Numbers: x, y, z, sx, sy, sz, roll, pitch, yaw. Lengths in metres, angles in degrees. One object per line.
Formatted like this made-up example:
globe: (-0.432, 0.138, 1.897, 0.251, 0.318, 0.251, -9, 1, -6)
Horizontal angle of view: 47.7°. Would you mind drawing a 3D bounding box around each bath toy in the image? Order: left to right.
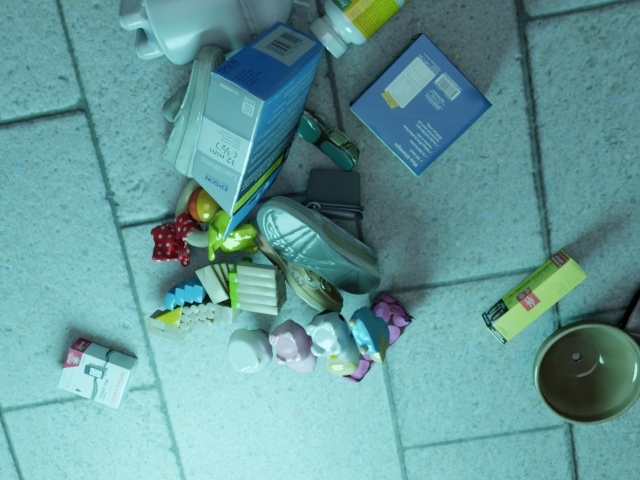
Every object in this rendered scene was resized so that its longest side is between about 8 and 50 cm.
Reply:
bath toy: (-0.032, 0.225, 1.569, 0.349, 0.129, 0.151, -10, 101, 23)

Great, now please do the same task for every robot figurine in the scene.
robot figurine: (-0.207, -0.464, 1.401, 0.354, 0.199, 0.300, -14, 143, 6)

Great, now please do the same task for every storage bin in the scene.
storage bin: (0.029, -0.098, 1.548, 0.135, 0.098, 0.091, 6, 77, 2)

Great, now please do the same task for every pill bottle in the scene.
pill bottle: (0.080, -0.464, 1.430, 0.208, 0.117, 0.117, -42, 99, 12)

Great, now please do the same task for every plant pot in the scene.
plant pot: (0.581, 0.276, 1.599, 0.238, 0.109, 0.237, 1, 105, 3)

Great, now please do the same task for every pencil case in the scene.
pencil case: (0.116, 0.224, 1.622, 0.098, 0.095, 0.209, 32, 107, -28)

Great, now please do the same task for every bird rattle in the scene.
bird rattle: (-0.247, -0.043, 1.554, 0.254, 0.143, 0.206, 0, 77, 40)

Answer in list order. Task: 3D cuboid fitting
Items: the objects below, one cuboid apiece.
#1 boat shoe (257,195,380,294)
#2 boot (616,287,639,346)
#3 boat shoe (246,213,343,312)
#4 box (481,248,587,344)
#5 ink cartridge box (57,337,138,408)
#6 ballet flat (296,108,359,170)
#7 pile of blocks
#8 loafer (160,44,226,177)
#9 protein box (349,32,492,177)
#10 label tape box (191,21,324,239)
boat shoe: (0.003, 0.000, 1.509, 0.320, 0.103, 0.118, 33, 134, -27)
boot: (0.759, 0.241, 1.604, 0.229, 0.091, 0.262, 16, 101, 4)
boat shoe: (-0.040, 0.046, 1.573, 0.089, 0.104, 0.285, -41, 98, 14)
box: (0.463, 0.123, 1.578, 0.232, 0.087, 0.058, -41, 99, 13)
ink cartridge box: (-0.516, 0.309, 1.685, 0.151, 0.063, 0.109, 21, 104, -2)
ballet flat: (0.007, -0.225, 1.527, 0.188, 0.070, 0.070, 43, 102, -12)
pile of blocks: (-0.225, 0.110, 1.579, 0.362, 0.112, 0.148, -19, 105, 24)
loafer: (-0.262, -0.258, 1.448, 0.112, 0.112, 0.319, 25, 135, 1)
protein box: (0.196, -0.274, 1.463, 0.200, 0.136, 0.201, 44, 102, -8)
label tape box: (-0.133, -0.206, 1.381, 0.115, 0.249, 0.347, 30, 134, 6)
